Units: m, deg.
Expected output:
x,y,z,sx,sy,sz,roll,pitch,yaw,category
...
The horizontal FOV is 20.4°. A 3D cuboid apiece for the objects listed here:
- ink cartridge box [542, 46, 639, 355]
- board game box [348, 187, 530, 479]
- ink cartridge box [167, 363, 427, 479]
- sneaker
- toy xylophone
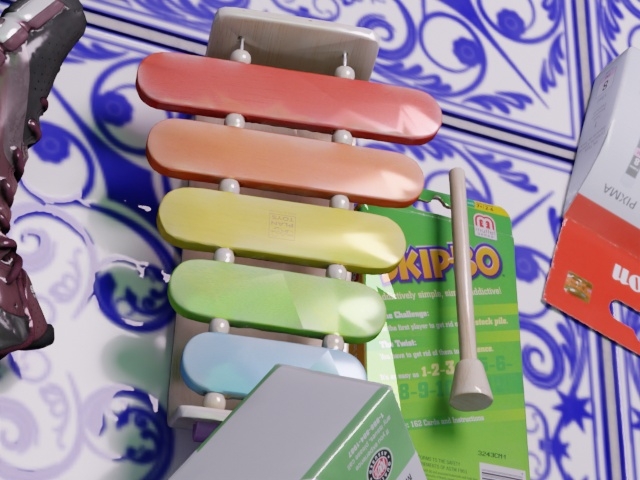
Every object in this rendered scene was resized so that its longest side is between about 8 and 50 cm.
x,y,z,sx,sy,sz,roll,pitch,yaw,category
0.281,-0.014,1.364,0.189,0.066,0.232,29,49,-13,ink cartridge box
0.079,0.082,1.208,0.124,0.039,0.259,13,60,-23,board game box
-0.001,0.201,0.995,0.154,0.093,0.212,-46,129,-37,ink cartridge box
-0.200,-0.017,1.076,0.162,0.106,0.281,44,62,-8,sneaker
0.000,0.000,1.154,0.236,0.081,0.322,1,61,-13,toy xylophone
